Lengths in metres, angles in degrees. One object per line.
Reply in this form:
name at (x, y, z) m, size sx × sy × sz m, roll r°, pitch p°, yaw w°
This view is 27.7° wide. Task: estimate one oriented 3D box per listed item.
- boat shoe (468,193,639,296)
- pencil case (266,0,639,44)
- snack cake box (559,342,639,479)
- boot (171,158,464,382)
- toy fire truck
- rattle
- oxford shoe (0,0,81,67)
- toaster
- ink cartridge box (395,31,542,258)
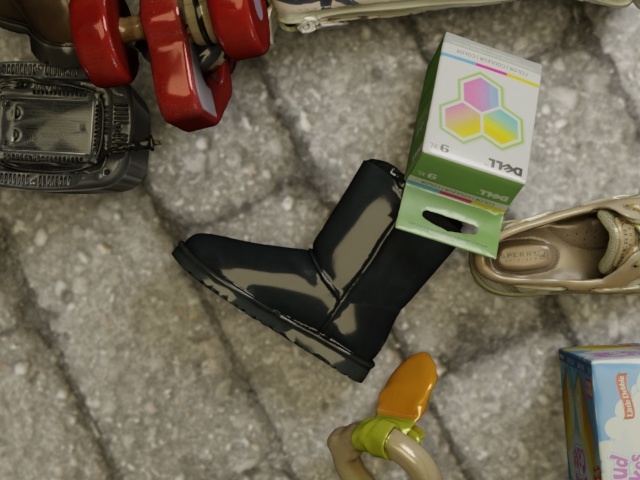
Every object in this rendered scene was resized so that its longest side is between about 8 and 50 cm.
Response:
boat shoe at (0.303, 0.005, 1.317) m, size 0.302 × 0.098 × 0.109 m, roll -6°, pitch 87°, yaw 3°
pencil case at (0.131, -0.299, 1.309) m, size 0.410 × 0.160 × 0.183 m, roll -3°, pitch 89°, yaw 3°
snack cake box at (0.287, 0.179, 1.228) m, size 0.089 × 0.264 × 0.152 m, roll -3°, pitch 87°, yaw 4°
boot at (0.000, 0.000, 1.338) m, size 0.246 × 0.094 × 0.207 m, roll 32°, pitch 91°, yaw 2°
toy fire truck at (-0.135, -0.256, 1.277) m, size 0.169 × 0.254 × 0.302 m, roll -11°, pitch 86°, yaw 10°
rattle at (0.107, 0.244, 1.355) m, size 0.130 × 0.143 × 0.199 m, roll -32°, pitch 103°, yaw 33°
oxford shoe at (-0.286, -0.255, 1.322) m, size 0.083 × 0.227 × 0.096 m, roll -18°, pitch 123°, yaw -32°
toaster at (-0.263, -0.111, 1.332) m, size 0.227 × 0.146 × 0.129 m, roll 2°, pitch 89°, yaw 4°
ink cartridge box at (0.150, -0.097, 1.295) m, size 0.109 × 0.062 × 0.209 m, roll 18°, pitch 59°, yaw -7°
